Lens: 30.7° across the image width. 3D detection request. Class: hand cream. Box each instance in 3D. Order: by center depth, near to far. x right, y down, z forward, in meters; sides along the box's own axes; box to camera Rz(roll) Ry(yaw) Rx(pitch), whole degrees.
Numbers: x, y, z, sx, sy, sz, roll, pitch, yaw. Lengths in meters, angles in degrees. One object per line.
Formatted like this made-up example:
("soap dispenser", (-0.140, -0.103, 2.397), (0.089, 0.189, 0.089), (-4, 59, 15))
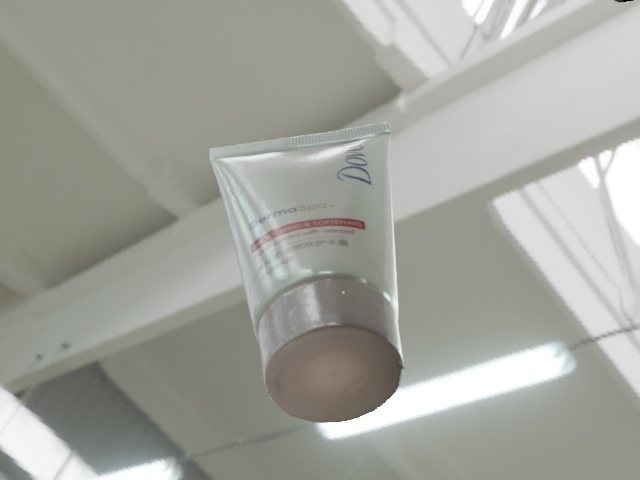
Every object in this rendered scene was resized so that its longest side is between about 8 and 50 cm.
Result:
("hand cream", (0.000, 0.000, 0.758), (0.133, 0.248, 0.083), (-8, -49, -3))

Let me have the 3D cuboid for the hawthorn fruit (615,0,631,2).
("hawthorn fruit", (0.184, -0.260, 0.542), (0.315, 0.316, 0.316), (14, -45, 14))
